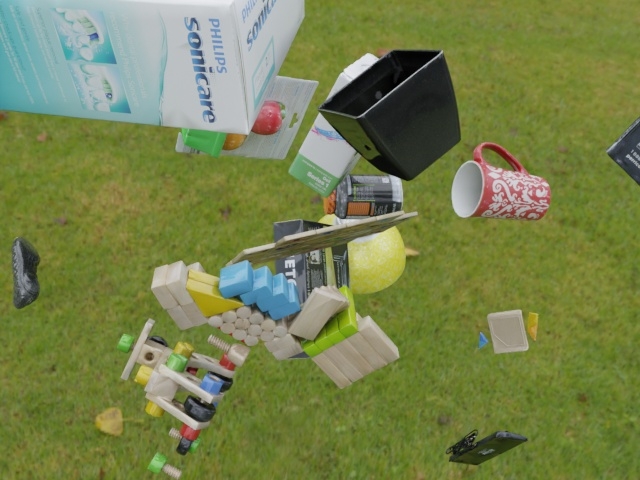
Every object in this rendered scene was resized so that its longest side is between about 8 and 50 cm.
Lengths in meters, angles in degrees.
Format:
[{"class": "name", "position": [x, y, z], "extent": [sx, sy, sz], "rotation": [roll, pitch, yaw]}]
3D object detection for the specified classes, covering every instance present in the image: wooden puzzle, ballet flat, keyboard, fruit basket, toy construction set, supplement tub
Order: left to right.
[{"class": "ballet flat", "position": [-0.527, 0.050, 1.220], "extent": [0.057, 0.049, 0.173], "rotation": [42, 12, -40]}, {"class": "toy construction set", "position": [-0.274, 0.222, 1.304], "extent": [0.237, 0.309, 0.257], "rotation": [30, 28, 0]}, {"class": "fruit basket", "position": [-0.221, -0.369, 2.016], "extent": [0.352, 0.327, 0.166], "rotation": [-3, 54, -27]}, {"class": "supplement tub", "position": [0.106, -0.111, 1.767], "extent": [0.190, 0.117, 0.117], "rotation": [1, 39, -8]}, {"class": "keyboard", "position": [0.329, 0.414, 1.417], "extent": [0.100, 0.192, 0.038], "rotation": [14, 53, -17]}, {"class": "wooden puzzle", "position": [0.336, 0.163, 1.237], "extent": [0.116, 0.079, 0.014], "rotation": [-5, -3, 41]}]

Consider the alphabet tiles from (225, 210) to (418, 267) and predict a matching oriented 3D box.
[{"class": "alphabet tiles", "position": [0.000, 0.000, 1.307], "extent": [0.342, 0.285, 0.011], "rotation": [-13, 84, -21]}]

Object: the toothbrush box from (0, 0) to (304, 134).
[{"class": "toothbrush box", "position": [-0.181, -0.222, 0.643], "extent": [0.295, 0.126, 0.216], "rotation": [6, 46, 10]}]

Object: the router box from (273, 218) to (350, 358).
[{"class": "router box", "position": [-0.012, 0.115, 1.627], "extent": [0.080, 0.309, 0.243], "rotation": [-6, -7, 26]}]

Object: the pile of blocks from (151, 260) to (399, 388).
[{"class": "pile of blocks", "position": [-0.055, 0.082, 0.985], "extent": [0.362, 0.149, 0.113], "rotation": [24, 31, -21]}]

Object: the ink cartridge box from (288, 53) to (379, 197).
[{"class": "ink cartridge box", "position": [0.064, -0.266, 1.595], "extent": [0.117, 0.278, 0.201], "rotation": [34, 34, 3]}]

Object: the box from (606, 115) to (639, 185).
[{"class": "box", "position": [0.502, -0.161, 0.678], "extent": [0.296, 0.294, 0.183], "rotation": [-26, 67, -33]}]

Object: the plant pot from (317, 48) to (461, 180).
[{"class": "plant pot", "position": [0.138, -0.216, 1.233], "extent": [0.187, 0.167, 0.188], "rotation": [-39, 26, -8]}]

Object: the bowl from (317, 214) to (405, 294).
[{"class": "bowl", "position": [0.100, -0.008, 1.928], "extent": [0.289, 0.156, 0.290], "rotation": [1, 44, -1]}]

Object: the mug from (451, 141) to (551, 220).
[{"class": "mug", "position": [0.368, -0.109, 1.383], "extent": [0.169, 0.151, 0.113], "rotation": [6, 16, -20]}]
